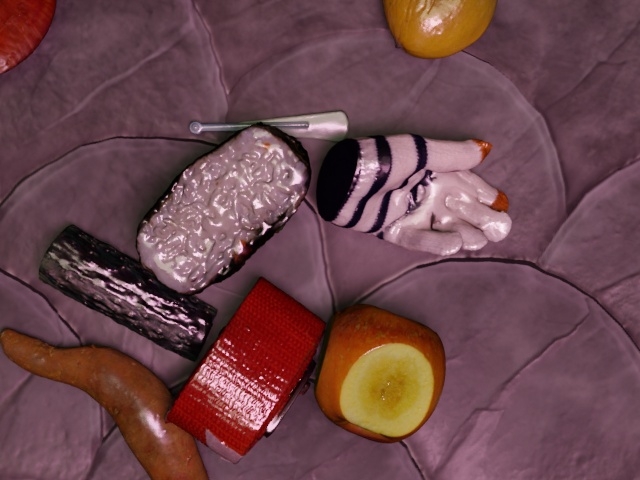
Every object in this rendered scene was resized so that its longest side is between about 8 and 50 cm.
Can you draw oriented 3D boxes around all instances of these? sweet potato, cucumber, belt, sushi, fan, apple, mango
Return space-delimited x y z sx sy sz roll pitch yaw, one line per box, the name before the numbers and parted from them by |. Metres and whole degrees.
sweet potato | -0.231 0.198 1.216 0.346 0.079 0.108 42 102 3
cucumber | -0.225 0.065 1.222 0.211 0.062 0.078 30 89 0
belt | -0.077 0.153 1.182 0.124 0.128 0.201 35 71 -1
sushi | -0.108 -0.038 1.191 0.225 0.127 0.124 -44 91 8
fan | -0.061 -0.136 1.246 0.193 0.016 0.038 -2 92 -1
apple | 0.068 0.154 1.172 0.146 0.163 0.147 19 85 -3
mango | 0.145 -0.329 1.213 0.137 0.091 0.237 7 85 -5

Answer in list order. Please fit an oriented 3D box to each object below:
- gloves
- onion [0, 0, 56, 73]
gloves | 0.115 -0.054 1.206 0.219 0.131 0.140 9 88 -31
onion | -0.424 -0.297 1.174 0.230 0.163 0.230 0 88 8
